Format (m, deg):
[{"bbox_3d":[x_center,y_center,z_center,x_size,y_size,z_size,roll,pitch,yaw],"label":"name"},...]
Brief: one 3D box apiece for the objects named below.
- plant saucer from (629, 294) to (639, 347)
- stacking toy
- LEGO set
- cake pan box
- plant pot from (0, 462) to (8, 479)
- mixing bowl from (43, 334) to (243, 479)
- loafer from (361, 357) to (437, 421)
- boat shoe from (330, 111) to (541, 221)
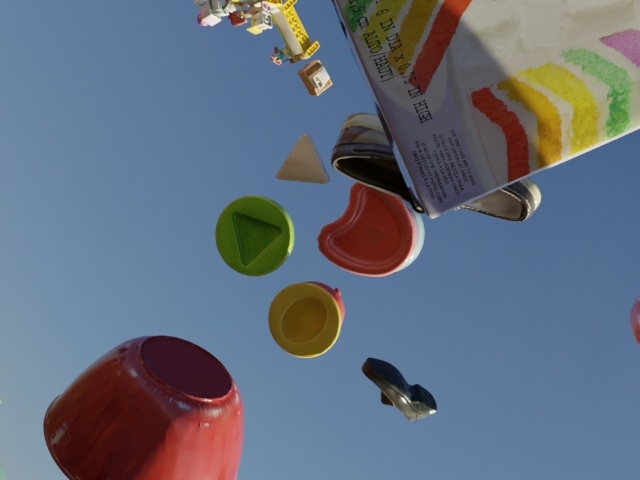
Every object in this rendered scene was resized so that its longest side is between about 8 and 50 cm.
[{"bbox_3d":[0.652,0.142,1.564,0.332,0.332,0.084,39,-51,39],"label":"plant saucer"},{"bbox_3d":[0.000,0.000,1.656,0.279,0.309,0.130,47,15,7],"label":"stacking toy"},{"bbox_3d":[-0.100,-0.330,1.590,0.107,0.287,0.132,-14,-119,33],"label":"LEGO set"},{"bbox_3d":[0.136,-0.184,0.732,0.070,0.245,0.267,-107,174,-74],"label":"cake pan box"},{"bbox_3d":[-0.528,0.327,1.252,0.235,0.293,0.293,44,-25,-9],"label":"plant pot"},{"bbox_3d":[-0.135,0.147,0.877,0.181,0.181,0.098,43,-67,34],"label":"mixing bowl"},{"bbox_3d":[0.127,0.265,1.759,0.170,0.061,0.062,39,24,-23],"label":"loafer"},{"bbox_3d":[0.148,-0.079,1.351,0.285,0.092,0.103,23,-33,7],"label":"boat shoe"}]
